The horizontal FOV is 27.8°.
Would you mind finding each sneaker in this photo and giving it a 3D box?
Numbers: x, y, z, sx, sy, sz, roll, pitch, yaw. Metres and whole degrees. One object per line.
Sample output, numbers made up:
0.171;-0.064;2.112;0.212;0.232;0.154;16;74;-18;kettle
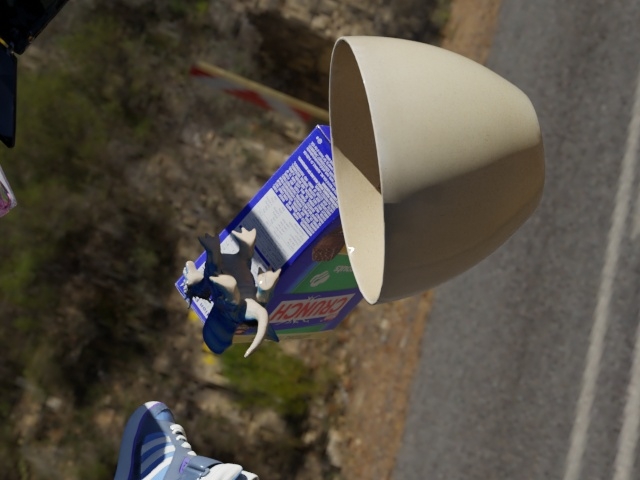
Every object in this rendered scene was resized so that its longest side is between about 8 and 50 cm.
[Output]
-0.203;0.378;2.078;0.322;0.236;0.130;-78;-22;-56;sneaker

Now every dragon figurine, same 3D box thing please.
-0.099;0.084;1.558;0.289;0.085;0.144;-124;30;-50;dragon figurine

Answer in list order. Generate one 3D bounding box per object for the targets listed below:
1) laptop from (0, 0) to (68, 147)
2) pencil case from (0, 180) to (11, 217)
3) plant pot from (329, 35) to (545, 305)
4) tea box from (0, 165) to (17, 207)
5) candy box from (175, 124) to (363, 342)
-0.367;-0.286;1.475;0.264;0.234;0.136;-48;-17;1;laptop
-0.562;-0.020;1.738;0.284;0.124;0.124;-31;13;5;pencil case
0.128;-0.082;1.373;0.284;0.191;0.284;173;90;-82;plant pot
-0.638;-0.156;1.992;0.220;0.323;0.329;-25;8;-13;tea box
0.000;0.000;1.783;0.317;0.122;0.268;-46;-24;25;candy box
